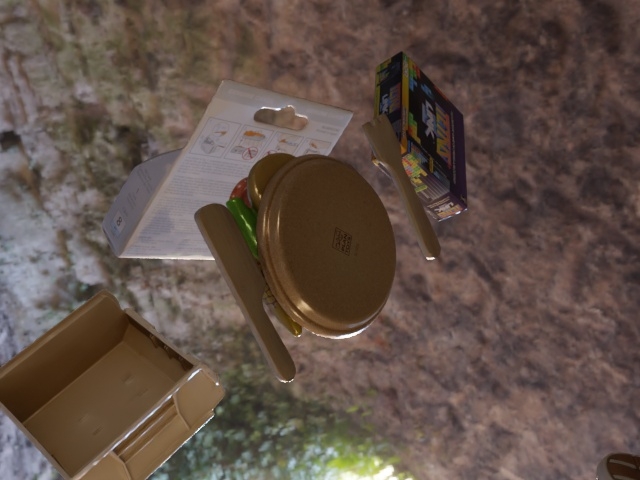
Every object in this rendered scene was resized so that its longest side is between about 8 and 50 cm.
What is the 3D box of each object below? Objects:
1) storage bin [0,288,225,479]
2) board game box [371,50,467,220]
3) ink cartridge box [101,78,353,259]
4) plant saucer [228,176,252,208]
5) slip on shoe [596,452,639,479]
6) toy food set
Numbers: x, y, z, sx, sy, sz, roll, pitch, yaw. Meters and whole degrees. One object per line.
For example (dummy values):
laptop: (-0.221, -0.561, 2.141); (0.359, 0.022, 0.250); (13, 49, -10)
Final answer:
storage bin: (-0.328, 0.234, 1.203); (0.262, 0.260, 0.123); (28, -33, 36)
board game box: (0.126, -0.132, 0.982); (0.141, 0.048, 0.170); (36, 43, -34)
ink cartridge box: (-0.163, -0.124, 1.369); (0.385, 0.308, 0.091); (-53, -125, 27)
plant saucer: (-0.086, -0.036, 0.955); (0.083, 0.013, 0.084); (-9, -102, 47)
slip on shoe: (0.245, 0.193, 0.546); (0.041, 0.135, 0.051); (-57, -164, 35)
toy food set: (0.000, 0.000, 0.522); (0.038, 0.192, 0.133); (-15, -77, 46)
